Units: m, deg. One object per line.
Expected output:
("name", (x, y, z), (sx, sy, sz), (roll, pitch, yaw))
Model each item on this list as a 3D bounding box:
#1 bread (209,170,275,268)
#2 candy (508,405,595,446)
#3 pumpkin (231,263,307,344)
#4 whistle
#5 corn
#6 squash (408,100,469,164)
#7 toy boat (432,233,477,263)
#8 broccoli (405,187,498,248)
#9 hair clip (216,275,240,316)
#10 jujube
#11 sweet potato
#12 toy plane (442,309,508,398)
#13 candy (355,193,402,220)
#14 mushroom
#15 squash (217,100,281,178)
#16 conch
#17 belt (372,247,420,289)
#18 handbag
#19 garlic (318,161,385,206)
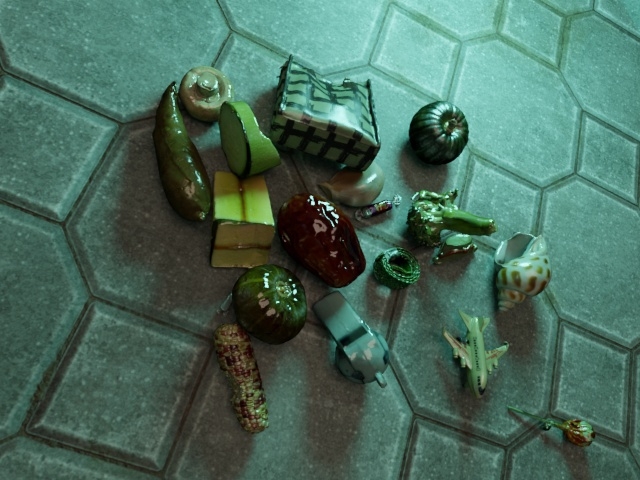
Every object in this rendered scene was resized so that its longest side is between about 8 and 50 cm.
("bread", (-0.230, -0.062, 1.278), (0.167, 0.163, 0.264), (4, 39, -16))
("candy", (0.724, 0.573, 1.400), (0.287, 0.084, 0.078), (21, 72, -4))
("pumpkin", (-0.139, 0.170, 1.169), (0.219, 0.162, 0.219), (35, 36, -30))
("whistle", (0.097, 0.292, 1.243), (0.163, 0.164, 0.290), (-19, 46, -23))
("corn", (-0.201, 0.350, 1.136), (0.098, 0.098, 0.290), (-13, 81, -22))
("squash", (0.400, -0.362, 1.508), (0.218, 0.172, 0.219), (-2, 92, -45))
("toy boat", (0.448, 0.026, 1.465), (0.184, 0.071, 0.089), (-15, 37, -22))
("broccoli", (0.412, -0.073, 1.391), (0.199, 0.274, 0.177), (-60, 137, -46))
("hair clip", (-0.240, 0.149, 1.212), (0.030, 0.039, 0.115), (32, 64, -13))
("jujube", (0.000, 0.000, 1.257), (0.197, 0.197, 0.290), (-40, 90, -24))
("sweet potato", (-0.390, -0.234, 1.231), (0.130, 0.130, 0.423), (-11, 74, -21))
("toy plane", (0.471, 0.347, 1.358), (0.241, 0.104, 0.256), (18, 69, -16))
("candy", (0.185, -0.105, 1.430), (0.174, 0.043, 0.045), (-20, 78, -18))
("mushroom", (-0.329, -0.432, 1.307), (0.166, 0.127, 0.167), (6, 76, -23))
("squash", (-0.201, -0.293, 1.257), (0.133, 0.220, 0.220), (-23, 82, -20))
("conch", (0.657, 0.109, 1.467), (0.275, 0.182, 0.149), (-42, 124, -23))
("belt", (0.228, 0.088, 1.372), (0.151, 0.079, 0.121), (11, 60, -27))
("handbag", (0.014, -0.398, 1.369), (0.324, 0.163, 0.327), (15, 53, -16))
("garlic", (0.144, -0.202, 1.426), (0.266, 0.128, 0.149), (-42, 102, -35))
